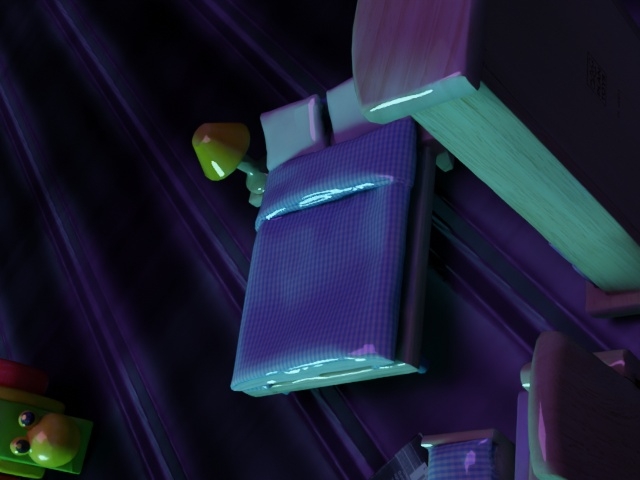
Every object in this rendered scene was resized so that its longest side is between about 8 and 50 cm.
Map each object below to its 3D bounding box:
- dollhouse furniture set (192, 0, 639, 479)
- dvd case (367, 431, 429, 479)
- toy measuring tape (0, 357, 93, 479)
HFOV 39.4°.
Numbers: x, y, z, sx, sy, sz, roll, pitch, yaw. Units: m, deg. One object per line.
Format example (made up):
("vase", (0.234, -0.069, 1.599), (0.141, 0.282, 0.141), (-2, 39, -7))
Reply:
("dollhouse furniture set", (0.000, 0.000, 0.457), (0.303, 0.198, 0.286), (-15, 54, 40))
("dvd case", (0.016, 0.234, 0.466), (0.221, 0.018, 0.164), (-46, 44, 15))
("toy measuring tape", (-0.317, 0.155, 0.774), (0.330, 0.121, 0.121), (-4, 66, 44))
